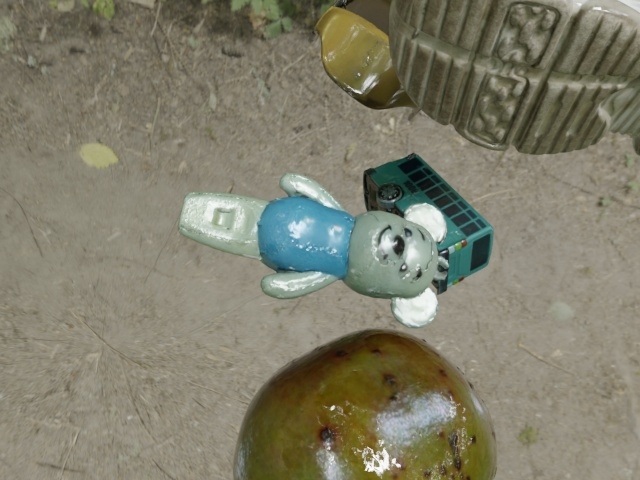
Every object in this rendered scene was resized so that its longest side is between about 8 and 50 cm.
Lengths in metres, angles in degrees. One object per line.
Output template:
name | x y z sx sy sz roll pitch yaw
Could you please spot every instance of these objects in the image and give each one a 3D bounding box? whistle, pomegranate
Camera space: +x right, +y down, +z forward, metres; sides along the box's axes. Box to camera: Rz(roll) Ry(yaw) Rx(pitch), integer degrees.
whistle | 0.000 0.000 0.582 0.235 0.077 0.114 13 76 -11
pomegranate | 0.068 0.255 0.724 0.290 0.291 0.323 -31 83 -19

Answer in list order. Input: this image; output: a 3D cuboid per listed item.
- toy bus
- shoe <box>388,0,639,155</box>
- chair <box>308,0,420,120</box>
toy bus | 0.122 -0.027 0.804 0.091 0.079 0.160 -26 50 -15
shoe | 0.228 -0.185 0.580 0.350 0.172 0.198 11 61 -9
chair | 0.095 -0.251 0.812 0.158 0.172 0.247 38 87 -4
